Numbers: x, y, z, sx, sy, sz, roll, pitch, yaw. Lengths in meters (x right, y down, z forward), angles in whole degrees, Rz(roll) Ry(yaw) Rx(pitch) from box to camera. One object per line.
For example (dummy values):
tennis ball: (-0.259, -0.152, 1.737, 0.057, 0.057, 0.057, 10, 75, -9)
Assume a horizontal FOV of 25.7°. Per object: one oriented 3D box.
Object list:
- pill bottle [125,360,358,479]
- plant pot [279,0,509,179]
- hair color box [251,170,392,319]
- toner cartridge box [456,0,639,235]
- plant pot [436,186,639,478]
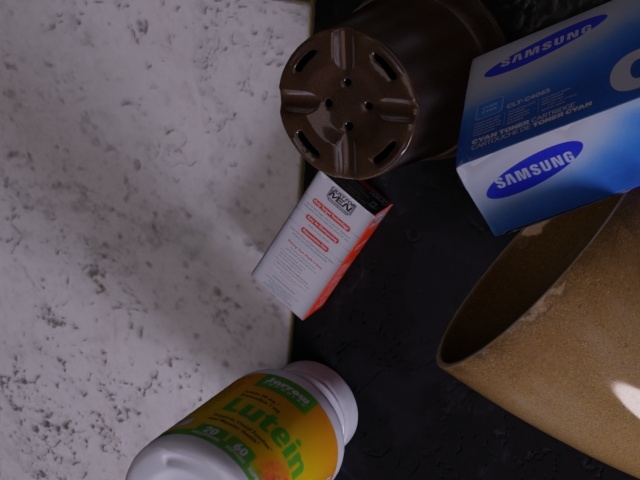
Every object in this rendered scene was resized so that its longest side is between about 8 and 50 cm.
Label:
pill bottle: (-0.062, 0.202, 1.314, 0.136, 0.246, 0.136, 9, 111, 26)
plant pot: (0.056, -0.131, 1.185, 0.167, 0.165, 0.167, 9, 110, 26)
hair color box: (0.000, 0.000, 1.332, 0.072, 0.043, 0.141, 41, 122, 11)
toner cartridge box: (0.275, -0.130, 1.035, 0.348, 0.165, 0.075, -21, 119, 25)
plant pot: (0.267, 0.091, 1.129, 0.254, 0.237, 0.237, 40, 122, -4)
